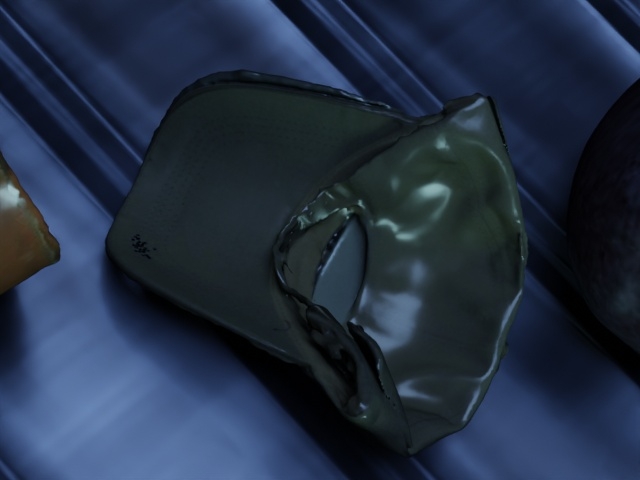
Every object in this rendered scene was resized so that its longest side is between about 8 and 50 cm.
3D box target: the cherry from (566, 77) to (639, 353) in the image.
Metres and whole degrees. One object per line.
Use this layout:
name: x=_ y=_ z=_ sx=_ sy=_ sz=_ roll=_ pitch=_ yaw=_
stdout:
cherry: x=0.195 y=-0.014 z=0.665 sx=0.176 sy=0.140 sz=0.176 roll=4 pitch=53 yaw=-5

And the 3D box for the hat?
hat: x=0.000 y=0.000 z=0.657 sx=0.175 sy=0.085 sz=0.147 roll=22 pitch=73 yaw=21

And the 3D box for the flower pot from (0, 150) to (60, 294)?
flower pot: x=-0.215 y=-0.018 z=0.551 sx=0.173 sy=0.190 sz=0.191 roll=-38 pitch=80 yaw=-12
